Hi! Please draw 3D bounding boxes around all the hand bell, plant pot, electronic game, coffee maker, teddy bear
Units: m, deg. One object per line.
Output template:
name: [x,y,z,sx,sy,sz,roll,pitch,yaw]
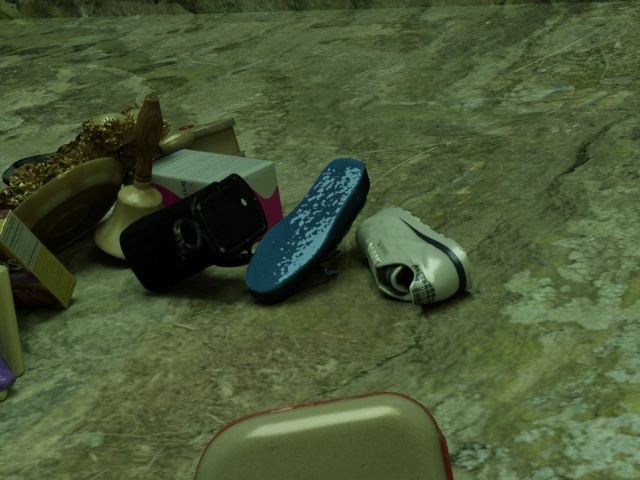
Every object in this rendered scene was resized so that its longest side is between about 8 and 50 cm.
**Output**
hand bell: [-0.265,-0.104,1.893,0.126,0.242,0.126,8,28,-5]
plant pot: [-0.392,-0.038,1.939,0.236,0.032,0.236,-37,-11,-8]
electronic game: [-0.472,-0.127,2.356,0.229,0.048,0.229,-2,15,1]
coffee maker: [-0.192,-0.007,1.746,0.178,0.120,0.171,-24,-15,41]
teddy bear: [-0.380,-0.101,2.028,0.338,0.113,0.245,-33,-4,11]

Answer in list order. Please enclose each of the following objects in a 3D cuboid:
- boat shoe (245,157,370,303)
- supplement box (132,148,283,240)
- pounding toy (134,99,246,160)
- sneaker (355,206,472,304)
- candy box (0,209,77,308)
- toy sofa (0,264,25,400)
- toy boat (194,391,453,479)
boat shoe: [0.000,0.000,1.755,0.109,0.089,0.258,25,60,34]
supplement box: [-0.175,-0.067,1.985,0.220,0.111,0.114,9,27,41]
pounding toy: [-0.230,-0.190,2.210,0.154,0.155,0.269,-19,10,-14]
sneaker: [0.100,0.022,1.682,0.095,0.090,0.235,-28,25,-20]
candy box: [-0.430,0.028,1.748,0.109,0.186,0.053,0,57,23]
toy sofa: [-0.557,0.120,1.559,0.362,0.150,0.177,-9,20,-12]
toy boat: [0.001,0.224,1.152,0.231,0.151,0.151,-9,-10,-1]
